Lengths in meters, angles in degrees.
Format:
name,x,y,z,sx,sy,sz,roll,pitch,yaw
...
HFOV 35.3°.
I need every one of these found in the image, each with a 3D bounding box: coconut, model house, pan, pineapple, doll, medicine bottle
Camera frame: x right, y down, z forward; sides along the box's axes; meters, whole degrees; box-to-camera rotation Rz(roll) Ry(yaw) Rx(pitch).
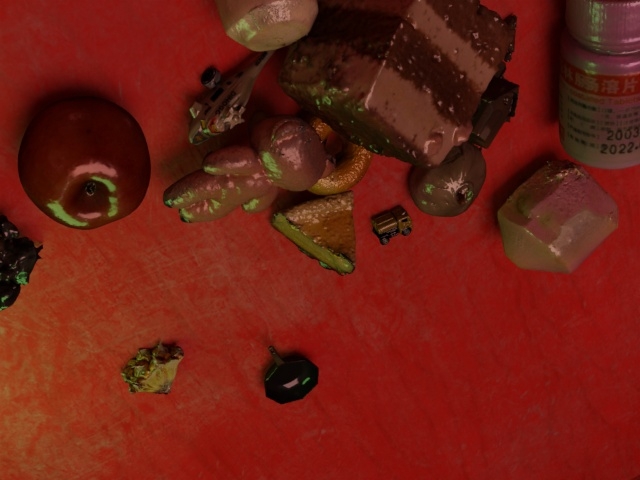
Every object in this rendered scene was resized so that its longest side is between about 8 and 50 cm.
name,x,y,z,sx,sy,sz,roll,pitch,yaw
coconut,-0.089,-0.406,1.624,0.170,0.183,0.171,-14,170,-3
coconut,0.503,-0.041,2.200,0.245,0.233,0.233,-43,134,0
model house,0.322,-0.320,1.925,0.180,0.176,0.248,27,94,-40
pan,-0.069,0.281,2.265,0.128,0.048,0.202,-13,132,-20
pineapple,-0.340,0.276,2.104,0.137,0.069,0.116,-29,133,-6
pineapple,-0.618,0.042,1.692,0.357,0.223,0.223,8,123,-45
doll,-0.137,-0.139,1.784,0.303,0.156,0.201,-19,153,12
medicine bottle,0.582,-0.348,1.978,0.219,0.219,0.388,-21,134,-11

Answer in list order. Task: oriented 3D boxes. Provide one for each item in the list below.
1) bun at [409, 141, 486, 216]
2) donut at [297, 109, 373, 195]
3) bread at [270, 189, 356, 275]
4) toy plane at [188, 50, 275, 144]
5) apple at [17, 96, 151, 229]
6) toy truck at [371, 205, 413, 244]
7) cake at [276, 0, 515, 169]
name,x,y,z,sx,sy,sz,roll,pitch,yaw
bun,0.273,-0.119,2.074,0.166,0.113,0.173,-7,131,-23
donut,0.024,-0.172,1.889,0.174,0.074,0.190,37,91,-21
bread,0.000,0.000,1.982,0.169,0.160,0.140,-14,174,-17
toy plane,-0.131,-0.278,1.748,0.286,0.108,0.092,-51,131,0
apple,-0.388,-0.128,1.663,0.218,0.201,0.218,-12,136,-12
toy truck,0.153,-0.035,2.125,0.083,0.049,0.054,-23,132,-7
cake,0.121,-0.309,1.699,0.282,0.255,0.290,33,83,-42
